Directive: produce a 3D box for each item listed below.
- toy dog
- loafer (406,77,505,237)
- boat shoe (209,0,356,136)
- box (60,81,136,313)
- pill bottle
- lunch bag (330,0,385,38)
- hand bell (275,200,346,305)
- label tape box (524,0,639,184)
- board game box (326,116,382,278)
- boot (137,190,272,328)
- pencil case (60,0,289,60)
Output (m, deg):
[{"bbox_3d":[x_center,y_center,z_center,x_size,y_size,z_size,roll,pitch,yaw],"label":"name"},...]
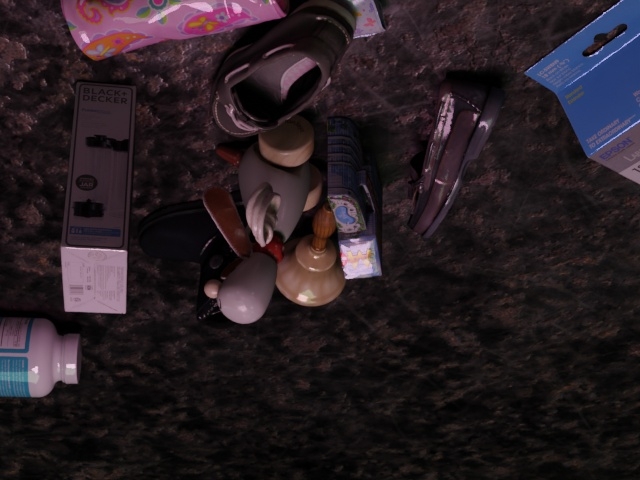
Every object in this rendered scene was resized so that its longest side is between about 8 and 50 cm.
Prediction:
[{"bbox_3d":[-0.109,-0.045,1.865,0.161,0.334,0.220,10,123,14],"label":"toy dog"},{"bbox_3d":[0.178,-0.127,1.915,0.095,0.109,0.302,23,137,-1],"label":"loafer"},{"bbox_3d":[-0.071,-0.209,1.726,0.112,0.095,0.335,33,146,-16],"label":"boat shoe"},{"bbox_3d":[-0.309,-0.062,1.810,0.087,0.290,0.169,2,144,-8],"label":"box"},{"bbox_3d":[-0.572,0.212,2.339,0.264,0.146,0.146,3,146,-4],"label":"pill bottle"},{"bbox_3d":[0.042,-0.301,1.675,0.071,0.053,0.083,-11,134,14],"label":"lunch bag"},{"bbox_3d":[0.000,0.000,2.027,0.126,0.126,0.242,4,154,-8],"label":"hand bell"},{"bbox_3d":[0.489,-0.193,1.801,0.333,0.106,0.240,22,139,-31],"label":"label tape box"},{"bbox_3d":[0.054,-0.052,1.919,0.060,0.194,0.194,-7,146,8],"label":"board game box"},{"bbox_3d":[-0.189,0.042,2.042,0.246,0.207,0.094,-15,144,21],"label":"boot"},{"bbox_3d":[-0.176,-0.309,1.605,0.284,0.124,0.124,-11,145,13],"label":"pencil case"}]
